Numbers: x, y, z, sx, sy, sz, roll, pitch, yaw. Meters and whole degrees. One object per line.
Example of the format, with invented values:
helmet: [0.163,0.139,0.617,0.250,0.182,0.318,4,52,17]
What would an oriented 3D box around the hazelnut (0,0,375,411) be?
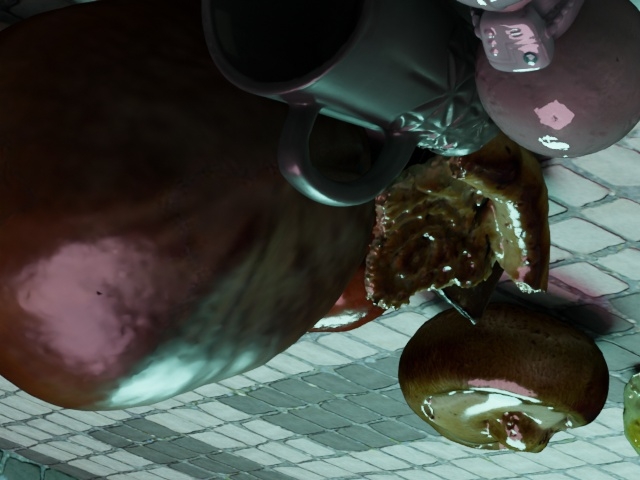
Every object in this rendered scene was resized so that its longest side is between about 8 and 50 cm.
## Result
hazelnut: [-0.143,-0.031,1.594,0.409,0.359,0.359,-17,177,-31]

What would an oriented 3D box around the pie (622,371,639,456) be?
pie: [0.505,0.232,2.262,0.274,0.105,0.257,6,143,15]

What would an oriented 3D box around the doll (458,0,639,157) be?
doll: [0.156,-0.176,1.390,0.151,0.151,0.287,2,153,30]

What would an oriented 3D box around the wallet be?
wallet: [0.130,-0.011,1.849,0.031,0.122,0.232,19,165,34]

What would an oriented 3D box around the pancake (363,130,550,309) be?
pancake: [0.150,-0.027,1.755,0.257,0.212,0.056,-9,-141,-42]

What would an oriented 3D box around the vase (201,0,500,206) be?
vase: [0.041,-0.143,1.479,0.156,0.251,0.301,3,169,34]

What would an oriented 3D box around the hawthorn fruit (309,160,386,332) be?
hawthorn fruit: [0.000,0.000,1.892,0.196,0.196,0.225,16,176,-3]

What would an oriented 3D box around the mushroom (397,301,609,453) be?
mushroom: [0.212,0.160,2.174,0.253,0.153,0.253,7,152,3]

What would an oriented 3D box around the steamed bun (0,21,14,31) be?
steamed bun: [-0.353,-0.090,1.819,0.206,0.320,0.275,51,-175,29]
